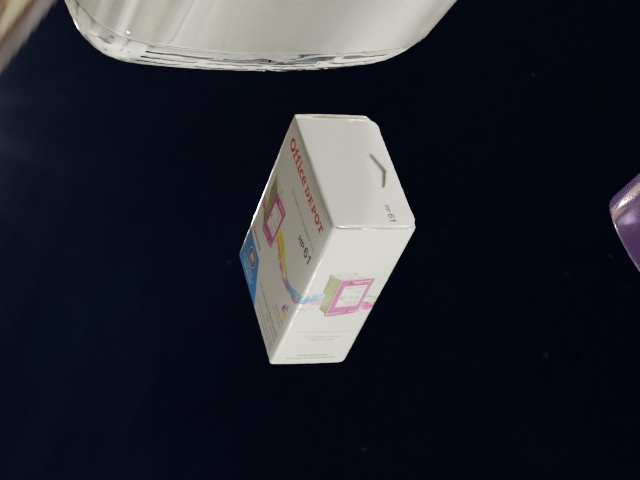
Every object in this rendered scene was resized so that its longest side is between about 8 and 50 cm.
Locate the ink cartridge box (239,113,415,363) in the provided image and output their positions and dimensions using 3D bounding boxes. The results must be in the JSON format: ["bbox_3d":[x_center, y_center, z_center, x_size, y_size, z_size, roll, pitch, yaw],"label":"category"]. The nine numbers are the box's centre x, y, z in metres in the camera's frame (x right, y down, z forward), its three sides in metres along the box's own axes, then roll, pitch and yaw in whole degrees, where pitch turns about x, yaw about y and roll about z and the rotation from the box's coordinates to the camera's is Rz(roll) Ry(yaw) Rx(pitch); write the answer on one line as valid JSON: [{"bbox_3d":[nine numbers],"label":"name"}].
[{"bbox_3d":[0.000,0.000,0.658,0.122,0.052,0.089,116,-34,-42],"label":"ink cartridge box"}]

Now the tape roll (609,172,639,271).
[{"bbox_3d":[0.239,0.021,0.571,0.080,0.189,0.189,-46,-141,24],"label":"tape roll"}]

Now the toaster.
[{"bbox_3d":[-0.017,-0.151,0.443,0.146,0.227,0.129,-54,-127,46],"label":"toaster"}]
